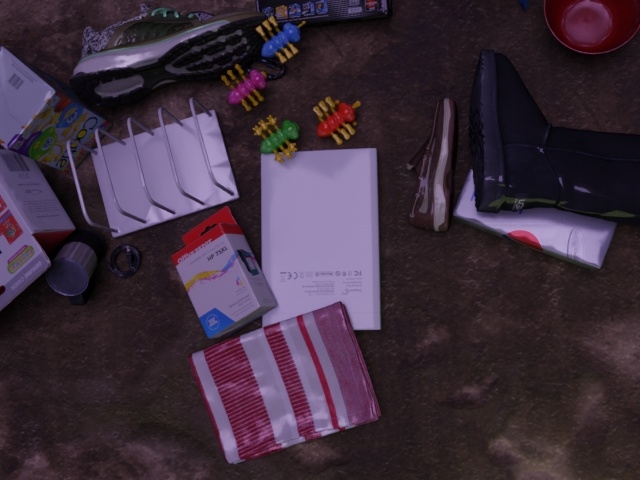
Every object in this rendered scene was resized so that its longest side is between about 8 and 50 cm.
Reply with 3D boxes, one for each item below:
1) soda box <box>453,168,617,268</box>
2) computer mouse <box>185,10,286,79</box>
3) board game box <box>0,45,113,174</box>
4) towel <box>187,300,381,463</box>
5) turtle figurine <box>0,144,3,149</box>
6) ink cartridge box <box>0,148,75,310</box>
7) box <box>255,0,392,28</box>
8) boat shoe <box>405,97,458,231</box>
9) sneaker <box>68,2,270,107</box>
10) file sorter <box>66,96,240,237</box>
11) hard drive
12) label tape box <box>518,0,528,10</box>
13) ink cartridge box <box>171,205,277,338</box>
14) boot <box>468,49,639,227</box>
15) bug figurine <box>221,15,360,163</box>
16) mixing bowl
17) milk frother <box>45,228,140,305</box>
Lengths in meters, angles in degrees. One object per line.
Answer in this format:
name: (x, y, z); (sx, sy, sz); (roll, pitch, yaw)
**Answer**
soda box: (0.397, -0.037, 1.611); (0.286, 0.091, 0.098); (22, 88, 10)
computer mouse: (-0.178, -0.398, 1.768); (0.242, 0.041, 0.071); (31, 98, 4)
board game box: (-0.551, -0.245, 1.685); (0.144, 0.275, 0.142); (40, 91, 10)
towel: (-0.071, 0.278, 1.654); (0.329, 0.037, 0.237); (-20, 91, 10)
turtle figurine: (-0.755, -0.264, 1.761); (0.275, 0.198, 0.266); (30, 86, 7)
ink cartridge box: (-0.654, 0.015, 1.709); (0.309, 0.130, 0.272); (-37, 80, 22)
box: (0.000, -0.538, 1.698); (0.270, 0.060, 0.216); (-2, 99, 16)
boat shoe: (0.209, -0.148, 1.652); (0.095, 0.095, 0.257); (4, 85, 15)
sneaker: (-0.306, -0.411, 1.699); (0.410, 0.158, 0.182); (-14, 69, 2)
file sorter: (-0.332, -0.144, 1.695); (0.278, 0.173, 0.192); (-17, 82, 7)
hard drive: (0.000, 0.000, 1.692); (0.233, 0.047, 0.353); (-2, 85, 9)
label tape box: (0.265, -0.582, 1.609); (0.106, 0.240, 0.333); (-30, 81, 5)
ink cartridge box: (-0.198, 0.059, 1.679); (0.134, 0.078, 0.231); (-33, 75, 21)
boot: (0.504, -0.183, 1.569); (0.445, 0.146, 0.367); (4, 58, 1)
bug figurine: (-0.063, -0.286, 1.688); (0.216, 0.072, 0.279); (-34, 92, -2)
mixing bowl: (0.512, -0.427, 1.628); (0.181, 0.098, 0.181); (-1, 85, 10)
milk frother: (-0.449, 0.050, 1.711); (0.143, 0.134, 0.129); (-19, 115, 11)
